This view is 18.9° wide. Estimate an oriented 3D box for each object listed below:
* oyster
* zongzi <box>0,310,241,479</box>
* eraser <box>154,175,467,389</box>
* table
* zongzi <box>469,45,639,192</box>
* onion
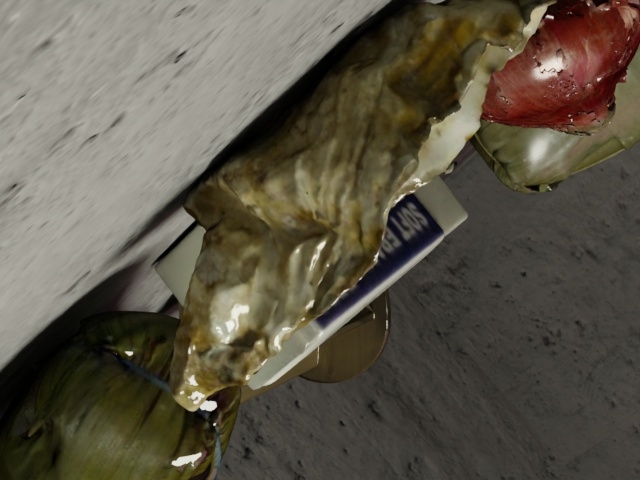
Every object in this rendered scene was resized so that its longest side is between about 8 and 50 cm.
[{"bbox_3d":[0.012,-0.046,1.193,0.341,0.110,0.166,-44,-178,8],"label":"oyster"},{"bbox_3d":[-0.129,0.108,1.431,0.323,0.160,0.360,-54,-174,42],"label":"zongzi"},{"bbox_3d":[0.000,0.000,1.478,0.081,0.124,0.279,-42,176,35],"label":"eraser"},{"bbox_3d":[-0.063,0.083,1.785,0.167,0.167,0.226,-43,167,35],"label":"table"},{"bbox_3d":[0.255,-0.163,1.914,0.447,0.181,0.418,-39,178,3],"label":"zongzi"},{"bbox_3d":[0.186,-0.148,1.509,0.184,0.147,0.184,-35,-169,8],"label":"onion"}]
